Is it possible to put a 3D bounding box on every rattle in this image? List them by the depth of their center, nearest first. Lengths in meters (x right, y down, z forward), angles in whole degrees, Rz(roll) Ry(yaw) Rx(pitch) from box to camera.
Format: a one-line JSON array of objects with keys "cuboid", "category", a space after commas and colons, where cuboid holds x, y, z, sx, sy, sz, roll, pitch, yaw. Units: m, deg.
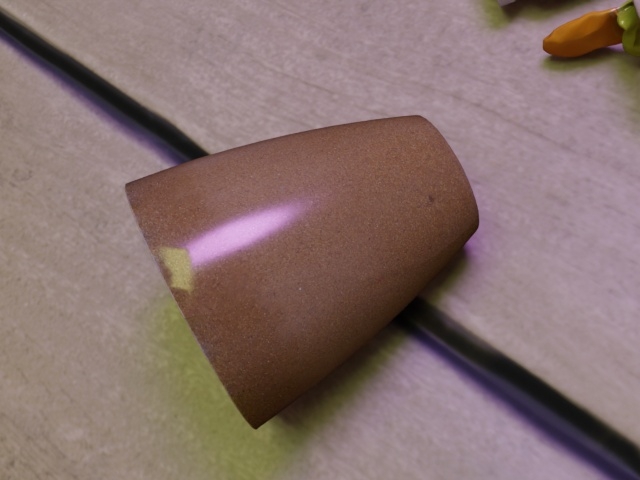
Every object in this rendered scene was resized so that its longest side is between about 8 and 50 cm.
[{"cuboid": [0.295, -0.128, 0.697, 0.143, 0.130, 0.199, -28, 86, 24], "category": "rattle"}]

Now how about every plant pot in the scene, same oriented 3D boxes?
[{"cuboid": [0.000, 0.000, 0.704, 0.254, 0.237, 0.237, -27, 58, -6], "category": "plant pot"}]

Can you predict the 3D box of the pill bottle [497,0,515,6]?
[{"cuboid": [0.242, -0.288, 0.778, 0.160, 0.087, 0.087, -18, 62, 17], "category": "pill bottle"}]
